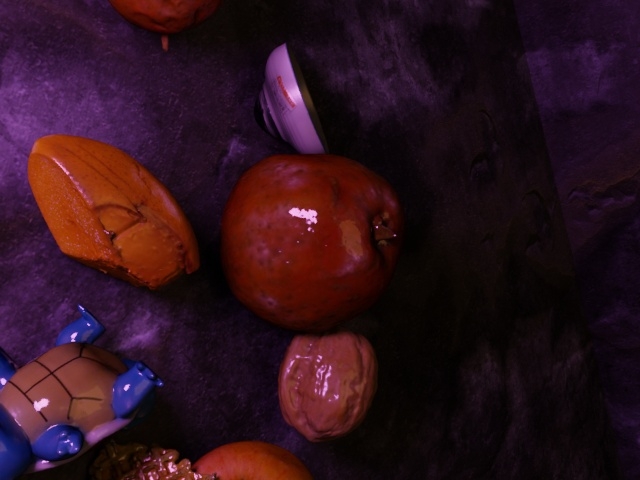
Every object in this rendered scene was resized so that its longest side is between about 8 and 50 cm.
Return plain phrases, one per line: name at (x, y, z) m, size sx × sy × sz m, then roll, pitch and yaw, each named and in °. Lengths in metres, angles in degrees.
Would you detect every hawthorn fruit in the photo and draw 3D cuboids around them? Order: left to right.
hawthorn fruit at (-0.296, -0.508, 1.495) m, size 0.277 × 0.277 × 0.298 m, roll -30°, pitch 126°, yaw -49°
hawthorn fruit at (0.000, 0.000, 1.657) m, size 0.403 × 0.403 × 0.402 m, roll 12°, pitch 75°, yaw -49°

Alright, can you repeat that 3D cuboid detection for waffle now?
waffle at (-0.309, 0.471, 1.346) m, size 0.052 × 0.245 × 0.254 m, roll 95°, pitch 9°, yaw -58°

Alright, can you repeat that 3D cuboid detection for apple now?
apple at (-0.136, 0.530, 1.488) m, size 0.275 × 0.299 × 0.299 m, roll 104°, pitch 3°, yaw -62°

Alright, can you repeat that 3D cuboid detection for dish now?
dish at (-0.087, -0.302, 1.807) m, size 0.273 × 0.134 × 0.273 m, roll -19°, pitch 90°, yaw -83°

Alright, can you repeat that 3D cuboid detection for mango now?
mango at (-0.372, -0.048, 1.391) m, size 0.350 × 0.201 × 0.199 m, roll 50°, pitch 12°, yaw -22°

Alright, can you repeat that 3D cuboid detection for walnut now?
walnut at (0.012, 0.316, 1.737) m, size 0.257 × 0.225 × 0.256 m, roll 6°, pitch 82°, yaw -42°

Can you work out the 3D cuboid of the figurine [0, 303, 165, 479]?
figurine at (-0.415, 0.247, 1.269) m, size 0.416 × 0.298 × 0.243 m, roll -11°, pitch 136°, yaw -54°
